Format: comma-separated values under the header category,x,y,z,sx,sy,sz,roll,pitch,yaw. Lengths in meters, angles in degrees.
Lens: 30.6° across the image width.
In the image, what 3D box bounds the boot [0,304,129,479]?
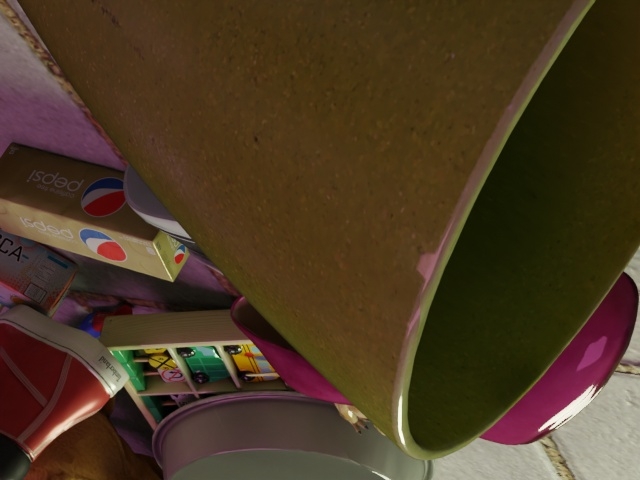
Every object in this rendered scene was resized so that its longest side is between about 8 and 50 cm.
category,x,y,z,sx,sy,sz,roll,pitch,yaw
boot,-0.302,0.154,1.097,0.088,0.176,0.244,53,156,-24

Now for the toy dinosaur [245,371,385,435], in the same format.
category,x,y,z,sx,sy,sz,roll,pitch,yaw
toy dinosaur,0.030,0.141,1.046,0.183,0.053,0.092,21,170,35

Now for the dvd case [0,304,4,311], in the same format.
category,x,y,z,sx,sy,sz,roll,pitch,yaw
dvd case,-0.487,0.015,1.347,0.164,0.018,0.221,-4,140,46

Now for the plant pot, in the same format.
category,x,y,z,sx,sy,sz,roll,pitch,yaw
plant pot,0.002,-0.102,0.513,0.293,0.275,0.274,34,156,23

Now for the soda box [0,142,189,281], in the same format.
category,x,y,z,sx,sy,sz,roll,pitch,yaw
soda box,-0.195,-0.025,0.984,0.181,0.058,0.061,15,149,22

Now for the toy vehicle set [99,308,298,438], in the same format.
category,x,y,z,sx,sy,sz,roll,pitch,yaw
toy vehicle set,-0.094,0.156,1.158,0.166,0.035,0.267,-4,143,12

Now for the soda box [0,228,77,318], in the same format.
category,x,y,z,sx,sy,sz,roll,pitch,yaw
soda box,-0.338,0.013,1.171,0.183,0.058,0.063,31,152,-5

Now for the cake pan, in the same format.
category,x,y,z,sx,sy,sz,roll,pitch,yaw
cake pan,-0.030,0.246,1.193,0.293,0.054,0.293,4,143,3

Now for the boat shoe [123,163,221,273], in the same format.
category,x,y,z,sx,sy,sz,roll,pitch,yaw
boat shoe,-0.002,0.004,0.810,0.306,0.113,0.105,11,154,33

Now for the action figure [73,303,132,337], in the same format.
category,x,y,z,sx,sy,sz,roll,pitch,yaw
action figure,-0.291,0.150,1.285,0.091,0.139,0.280,43,151,-24

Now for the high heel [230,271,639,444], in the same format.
category,x,y,z,sx,sy,sz,roll,pitch,yaw
high heel,0.060,0.064,0.825,0.181,0.127,0.377,23,157,-14

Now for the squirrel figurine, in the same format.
category,x,y,z,sx,sy,sz,roll,pitch,yaw
squirrel figurine,-0.208,0.338,1.422,0.397,0.281,0.370,5,137,26
